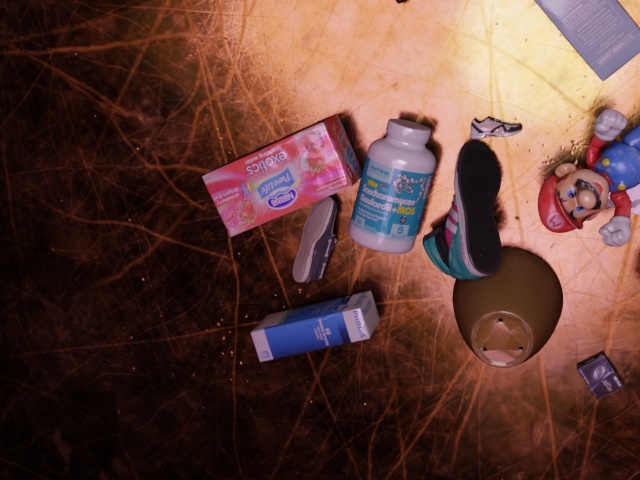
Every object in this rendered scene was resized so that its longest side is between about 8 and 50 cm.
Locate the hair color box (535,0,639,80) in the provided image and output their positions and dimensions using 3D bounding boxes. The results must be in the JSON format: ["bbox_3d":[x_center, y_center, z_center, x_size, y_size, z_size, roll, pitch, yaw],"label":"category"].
[{"bbox_3d":[0.440,-0.485,1.675,0.113,0.185,0.374,-40,100,20],"label":"hair color box"}]

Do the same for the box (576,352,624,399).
[{"bbox_3d":[0.604,0.293,1.950,0.067,0.018,0.083,-31,95,20],"label":"box"}]

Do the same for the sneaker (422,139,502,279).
[{"bbox_3d":[0.294,-0.047,1.889,0.124,0.178,0.295,12,67,-22],"label":"sneaker"}]

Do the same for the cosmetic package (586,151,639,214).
[{"bbox_3d":[0.649,-0.102,1.813,0.239,0.060,0.099,18,109,10],"label":"cosmetic package"}]

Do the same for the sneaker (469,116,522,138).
[{"bbox_3d":[0.361,-0.234,1.862,0.109,0.040,0.044,-3,101,14],"label":"sneaker"}]

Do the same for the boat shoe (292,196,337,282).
[{"bbox_3d":[0.000,0.000,2.015,0.065,0.075,0.206,11,106,-34],"label":"boat shoe"}]

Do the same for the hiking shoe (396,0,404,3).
[{"bbox_3d":[0.167,-0.584,1.774,0.114,0.086,0.227,36,129,12],"label":"hiking shoe"}]

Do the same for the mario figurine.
[{"bbox_3d":[0.559,-0.118,1.705,0.320,0.170,0.198,-36,58,13],"label":"mario figurine"}]

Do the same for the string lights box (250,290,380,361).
[{"bbox_3d":[-0.010,0.190,2.016,0.260,0.133,0.077,-14,100,17],"label":"string lights box"}]

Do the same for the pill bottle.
[{"bbox_3d":[0.155,-0.116,1.888,0.146,0.146,0.264,16,107,10],"label":"pill bottle"}]

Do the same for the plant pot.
[{"bbox_3d":[0.378,0.161,1.849,0.237,0.254,0.237,4,106,13],"label":"plant pot"}]

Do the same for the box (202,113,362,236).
[{"bbox_3d":[-0.078,-0.139,1.942,0.300,0.142,0.154,-21,99,18],"label":"box"}]
